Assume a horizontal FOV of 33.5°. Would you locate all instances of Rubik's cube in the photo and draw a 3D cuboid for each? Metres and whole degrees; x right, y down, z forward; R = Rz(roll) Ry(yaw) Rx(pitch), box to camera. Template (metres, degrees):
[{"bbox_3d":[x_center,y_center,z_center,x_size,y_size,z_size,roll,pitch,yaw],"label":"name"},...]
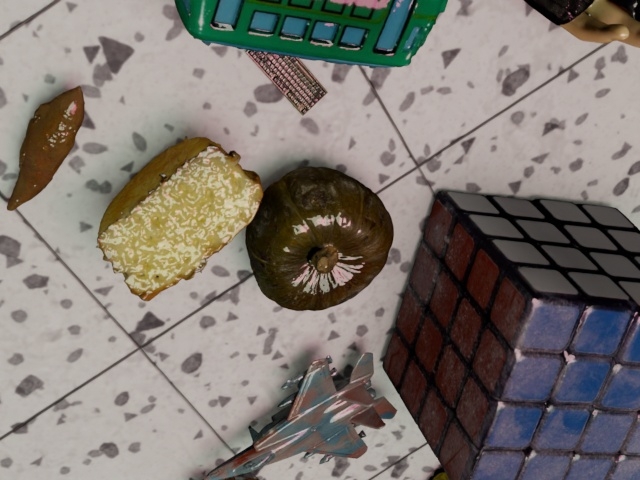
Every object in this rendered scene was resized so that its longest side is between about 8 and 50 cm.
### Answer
[{"bbox_3d":[0.333,0.154,1.603,0.337,0.344,0.344,6,118,-22],"label":"Rubik's cube"}]

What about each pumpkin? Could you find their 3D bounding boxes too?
[{"bbox_3d":[0.000,0.000,1.509,0.219,0.162,0.219,-6,121,-10],"label":"pumpkin"}]

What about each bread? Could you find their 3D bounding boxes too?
[{"bbox_3d":[-0.193,-0.046,1.427,0.229,0.139,0.143,-38,121,4],"label":"bread"}]

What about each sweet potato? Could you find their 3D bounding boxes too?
[{"bbox_3d":[-0.358,-0.120,1.380,0.068,0.060,0.206,33,110,8],"label":"sweet potato"}]

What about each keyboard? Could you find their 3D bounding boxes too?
[{"bbox_3d":[-0.045,-0.228,1.445,0.049,0.015,0.129,-40,123,6],"label":"keyboard"}]

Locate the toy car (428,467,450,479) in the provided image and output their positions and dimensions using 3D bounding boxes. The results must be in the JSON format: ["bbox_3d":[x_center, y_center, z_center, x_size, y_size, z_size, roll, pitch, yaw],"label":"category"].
[{"bbox_3d":[0.346,0.441,1.885,0.314,0.166,0.198,-45,126,9],"label":"toy car"}]

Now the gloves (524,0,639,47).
[{"bbox_3d":[0.398,-0.359,1.435,0.301,0.152,0.197,31,114,-5],"label":"gloves"}]

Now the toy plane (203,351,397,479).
[{"bbox_3d":[-0.041,0.301,1.705,0.326,0.104,0.223,-23,123,0],"label":"toy plane"}]

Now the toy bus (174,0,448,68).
[{"bbox_3d":[-0.013,-0.324,1.300,0.343,0.183,0.199,5,120,-21],"label":"toy bus"}]

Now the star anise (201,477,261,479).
[{"bbox_3d":[-0.153,0.427,1.756,0.168,0.057,0.168,-9,137,-9],"label":"star anise"}]
